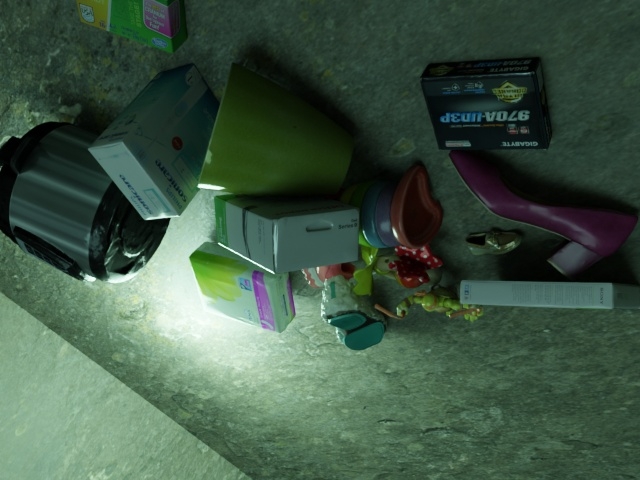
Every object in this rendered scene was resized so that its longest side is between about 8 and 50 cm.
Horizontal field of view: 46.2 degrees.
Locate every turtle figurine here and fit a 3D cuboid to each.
[{"bbox_3d":[0.285,0.149,1.812,0.270,0.087,0.217,-5,170,32],"label":"turtle figurine"}]

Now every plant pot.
[{"bbox_3d":[-0.087,-0.206,1.616,0.294,0.274,0.274,15,145,-10],"label":"plant pot"}]

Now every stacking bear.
[{"bbox_3d":[0.102,-0.066,1.715,0.289,0.164,0.175,4,136,38],"label":"stacking bear"}]

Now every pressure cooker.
[{"bbox_3d":[-0.644,-0.114,1.997,0.421,0.375,0.369,22,118,12],"label":"pressure cooker"}]

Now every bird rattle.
[{"bbox_3d":[0.205,0.059,1.815,0.207,0.143,0.254,20,157,-41],"label":"bird rattle"}]

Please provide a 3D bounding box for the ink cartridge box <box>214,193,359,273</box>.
[{"bbox_3d":[-0.077,-0.030,1.634,0.289,0.211,0.121,23,118,57],"label":"ink cartridge box"}]

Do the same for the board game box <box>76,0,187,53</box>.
[{"bbox_3d":[-0.404,-0.563,1.541,0.242,0.064,0.316,21,143,12],"label":"board game box"}]

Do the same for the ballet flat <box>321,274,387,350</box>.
[{"bbox_3d":[0.090,0.188,2.021,0.147,0.147,0.409,17,164,18],"label":"ballet flat"}]

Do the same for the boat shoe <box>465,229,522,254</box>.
[{"bbox_3d":[0.383,0.002,1.680,0.135,0.050,0.045,-14,130,44],"label":"boat shoe"}]

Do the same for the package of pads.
[{"bbox_3d":[-0.224,0.139,2.204,0.297,0.101,0.229,14,134,23],"label":"package of pads"}]

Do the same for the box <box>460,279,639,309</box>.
[{"bbox_3d":[0.498,0.117,1.623,0.322,0.058,0.232,0,176,36],"label":"box"}]

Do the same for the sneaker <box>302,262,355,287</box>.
[{"bbox_3d":[0.000,0.000,1.917,0.136,0.115,0.313,-4,140,24],"label":"sneaker"}]

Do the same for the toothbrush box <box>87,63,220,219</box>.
[{"bbox_3d":[-0.347,-0.224,1.709,0.126,0.295,0.216,-4,131,38],"label":"toothbrush box"}]

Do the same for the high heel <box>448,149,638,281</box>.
[{"bbox_3d":[0.442,-0.099,1.513,0.377,0.127,0.181,40,112,-4],"label":"high heel"}]

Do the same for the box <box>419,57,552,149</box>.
[{"bbox_3d":[0.314,-0.254,1.423,0.220,0.051,0.175,4,137,30],"label":"box"}]
